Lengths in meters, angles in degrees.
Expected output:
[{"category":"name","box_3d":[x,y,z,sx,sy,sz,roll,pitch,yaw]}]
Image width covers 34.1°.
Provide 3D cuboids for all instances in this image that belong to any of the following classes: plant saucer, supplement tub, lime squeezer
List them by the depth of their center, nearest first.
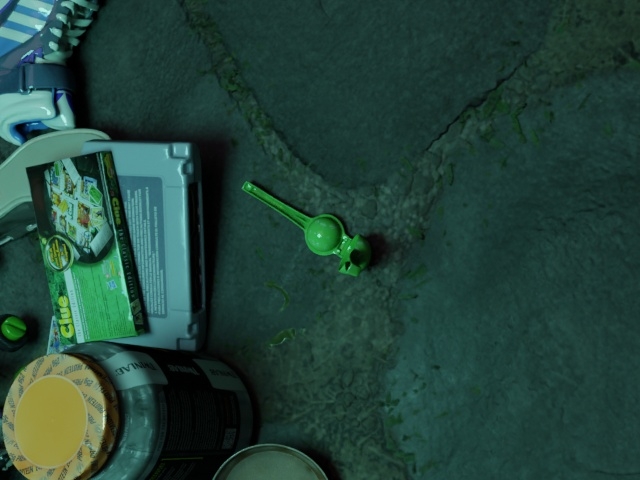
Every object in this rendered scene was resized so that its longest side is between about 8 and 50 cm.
[{"category":"supplement tub","box_3d":[-0.238,0.229,1.327,0.194,0.316,0.193,-5,78,24]},{"category":"plant saucer","box_3d":[-0.063,0.346,1.372,0.169,0.029,0.168,0,96,5]},{"category":"lime squeezer","box_3d":[0.000,0.000,1.387,0.310,0.110,0.058,39,118,53]}]

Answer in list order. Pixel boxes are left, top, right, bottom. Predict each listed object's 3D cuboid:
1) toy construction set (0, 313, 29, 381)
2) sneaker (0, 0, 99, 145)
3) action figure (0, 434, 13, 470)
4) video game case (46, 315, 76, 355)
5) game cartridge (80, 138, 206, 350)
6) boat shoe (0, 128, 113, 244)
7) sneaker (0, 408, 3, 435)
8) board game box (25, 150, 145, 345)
[{"category":"toy construction set","box_3d":[-0.618,0.163,1.515,0.237,0.309,0.257,-38,74,34]},{"category":"sneaker","box_3d":[-0.395,-0.288,1.587,0.323,0.130,0.236,-35,81,10]},{"category":"action figure","box_3d":[-0.456,0.324,1.461,0.276,0.141,0.164,-37,108,-9]},{"category":"video game case","box_3d":[-0.367,0.180,1.534,0.087,0.011,0.122,25,115,24]},{"category":"game cartridge","box_3d":[-0.259,0.004,1.476,0.196,0.060,0.294,4,101,20]},{"category":"boat shoe","box_3d":[-0.443,-0.075,1.595,0.335,0.095,0.112,-24,77,12]},{"category":"sneaker","box_3d":[-0.618,0.317,1.587,0.305,0.114,0.152,0,82,23]},{"category":"board game box","box_3d":[-0.330,0.013,1.460,0.136,0.030,0.259,-8,94,23]}]
